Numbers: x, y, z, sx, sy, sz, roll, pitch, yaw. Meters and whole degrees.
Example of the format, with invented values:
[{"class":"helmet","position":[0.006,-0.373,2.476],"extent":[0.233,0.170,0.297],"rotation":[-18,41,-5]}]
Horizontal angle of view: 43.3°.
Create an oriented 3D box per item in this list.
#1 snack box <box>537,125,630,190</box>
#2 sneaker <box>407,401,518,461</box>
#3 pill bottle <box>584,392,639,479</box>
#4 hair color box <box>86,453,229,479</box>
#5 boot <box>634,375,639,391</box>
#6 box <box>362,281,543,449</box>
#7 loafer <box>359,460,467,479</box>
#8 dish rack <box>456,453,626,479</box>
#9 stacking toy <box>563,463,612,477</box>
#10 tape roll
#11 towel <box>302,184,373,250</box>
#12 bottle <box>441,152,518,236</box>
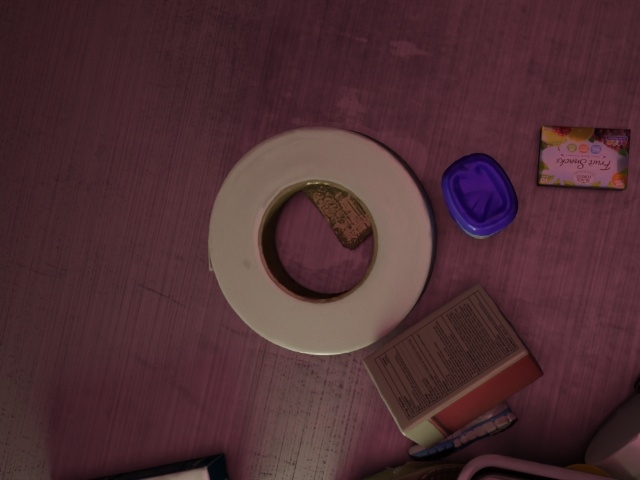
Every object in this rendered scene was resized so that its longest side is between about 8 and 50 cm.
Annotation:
[{"class":"snack box","position":[0.435,-0.136,1.337],"extent":[0.141,0.037,0.100],"rotation":[4,90,10]},{"class":"sneaker","position":[0.228,0.307,1.354],"extent":[0.191,0.071,0.082],"rotation":[-27,65,8]},{"class":"pill bottle","position":[0.606,0.418,1.195],"extent":[0.408,0.229,0.229],"rotation":[44,96,9]},{"class":"hair color box","position":[-0.328,0.499,1.417],"extent":[0.348,0.105,0.173],"rotation":[-13,86,9]},{"class":"boot","position":[0.656,0.183,1.275],"extent":[0.263,0.091,0.228],"rotation":[15,96,14]},{"class":"box","position":[0.213,0.204,1.297],"extent":[0.232,0.127,0.148],"rotation":[-35,55,8]},{"class":"loafer","position":[0.147,0.411,1.328],"extent":[0.269,0.092,0.101],"rotation":[-2,94,-17]},{"class":"dish rack","position":[0.324,0.451,1.081],"extent":[0.333,0.072,0.285],"rotation":[12,77,0]},{"class":"stacking toy","position":[0.305,0.492,1.174],"extent":[0.309,0.130,0.279],"rotation":[-16,78,-6]},{"class":"tape roll","position":[0.000,0.000,1.367],"extent":[0.392,0.072,0.391],"rotation":[2,96,16]},{"class":"towel","position":[0.049,-0.068,1.408],"extent":[0.110,0.027,0.148],"rotation":[-37,82,6]},{"class":"bottle","position":[0.242,-0.062,1.243],"extent":[0.092,0.283,0.118],"rotation":[-29,85,8]}]
